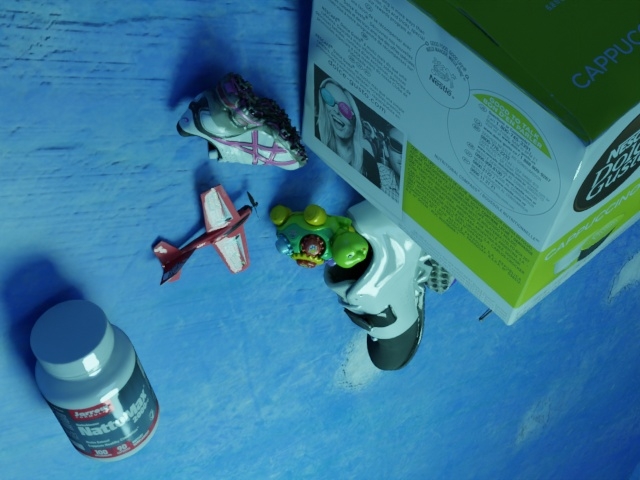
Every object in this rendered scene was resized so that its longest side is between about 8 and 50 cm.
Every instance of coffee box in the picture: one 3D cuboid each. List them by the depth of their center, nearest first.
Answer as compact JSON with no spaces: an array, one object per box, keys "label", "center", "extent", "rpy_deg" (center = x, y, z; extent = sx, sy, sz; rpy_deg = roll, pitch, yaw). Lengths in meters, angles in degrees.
[{"label":"coffee box","center":[0.220,-0.187,1.101],"extent":[0.337,0.338,0.334],"rpy_deg":[-36,157,-23]}]

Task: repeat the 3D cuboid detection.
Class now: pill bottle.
[{"label":"pill bottle","center":[-0.244,0.150,1.128],"extent":[0.108,0.108,0.180],"rpy_deg":[-37,144,-21]}]

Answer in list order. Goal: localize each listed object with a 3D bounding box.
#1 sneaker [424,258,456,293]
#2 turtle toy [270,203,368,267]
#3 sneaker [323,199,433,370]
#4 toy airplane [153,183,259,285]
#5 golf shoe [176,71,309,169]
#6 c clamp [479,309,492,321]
[{"label":"sneaker","center":[0.204,-0.056,1.475],"extent":[0.146,0.102,0.293],"rpy_deg":[-28,140,-33]},{"label":"turtle toy","center":[0.000,0.000,1.269],"extent":[0.095,0.130,0.066],"rpy_deg":[29,67,-53]},{"label":"sneaker","center":[0.067,0.059,1.430],"extent":[0.146,0.122,0.331],"rpy_deg":[-13,134,-19]},{"label":"toy airplane","center":[-0.129,0.001,1.195],"extent":[0.151,0.028,0.151],"rpy_deg":[-30,140,-29]},{"label":"golf shoe","center":[-0.081,-0.115,1.125],"extent":[0.086,0.067,0.186],"rpy_deg":[-31,151,17]},{"label":"c clamp","center":[0.324,0.057,1.799],"extent":[0.137,0.022,0.161],"rpy_deg":[-38,145,-20]}]
